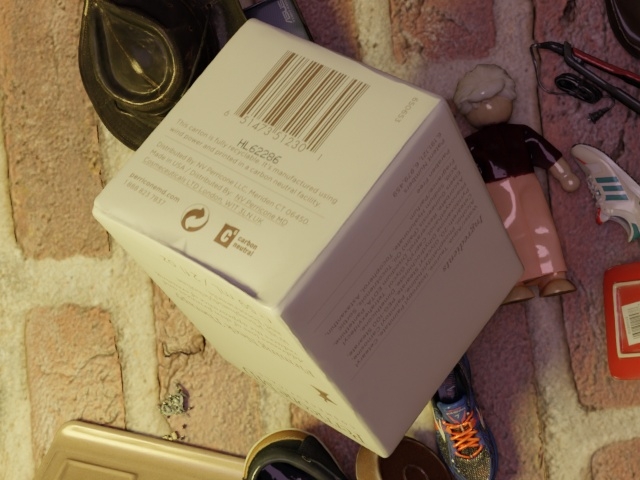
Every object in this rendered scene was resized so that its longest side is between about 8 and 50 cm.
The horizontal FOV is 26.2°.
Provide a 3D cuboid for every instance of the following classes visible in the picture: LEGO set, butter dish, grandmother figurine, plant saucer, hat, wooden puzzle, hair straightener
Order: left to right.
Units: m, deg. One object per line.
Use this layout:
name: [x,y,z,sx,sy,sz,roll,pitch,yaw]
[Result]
wooden puzzle: [-0.278,0.435,1.930,0.322,0.080,0.347,11,46,9]
hat: [-0.255,-0.274,1.961,0.331,0.134,0.331,3,97,28]
LEGO set: [-0.215,0.253,2.022,0.054,0.023,0.083,-15,85,7]
plant saucer: [0.125,0.334,1.900,0.168,0.168,0.029,48,128,8]
grandmother figurine: [0.256,-0.084,1.939,0.208,0.104,0.342,-8,82,-19]
hair straightener: [0.393,-0.212,1.944,0.230,0.047,0.089,29,91,9]
butter dish: [0.479,0.107,1.885,0.160,0.118,0.160,-11,79,48]

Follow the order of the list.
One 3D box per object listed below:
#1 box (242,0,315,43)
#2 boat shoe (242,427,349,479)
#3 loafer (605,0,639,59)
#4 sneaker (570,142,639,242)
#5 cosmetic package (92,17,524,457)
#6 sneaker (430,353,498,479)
box: [-0.080,-0.222,2.010,0.183,0.059,0.232,-24,83,8]
boat shoe: [0.053,0.480,1.875,0.187,0.156,0.500,-35,83,4]
loafer: [0.433,-0.357,1.930,0.080,0.078,0.220,-21,84,7]
sneaker: [0.401,-0.065,1.930,0.161,0.057,0.075,43,88,6]
cosmetic package: [0.000,0.000,1.737,0.329,0.393,0.327,27,72,36]
sneaker: [0.189,0.246,1.930,0.083,0.087,0.221,-20,84,8]
